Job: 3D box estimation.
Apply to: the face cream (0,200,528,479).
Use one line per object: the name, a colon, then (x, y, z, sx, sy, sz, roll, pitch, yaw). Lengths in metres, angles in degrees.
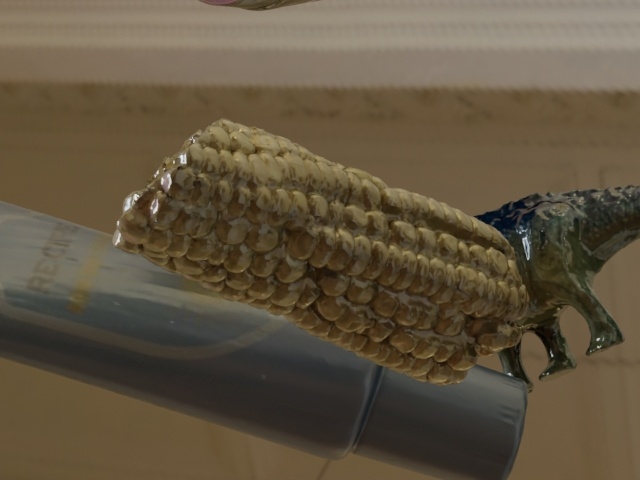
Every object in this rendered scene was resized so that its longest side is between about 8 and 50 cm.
face cream: (-0.072, 0.056, 1.049, 0.385, 0.135, 0.086, 18, -56, -2)

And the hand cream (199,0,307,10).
hand cream: (-0.001, -0.177, 1.192, 0.111, 0.312, 0.070, -14, -92, 24)

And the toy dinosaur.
toy dinosaur: (0.128, 0.025, 1.179, 0.363, 0.076, 0.147, -18, -97, 15)

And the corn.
corn: (0.000, 0.000, 0.824, 0.211, 0.087, 0.087, 25, -45, -31)
